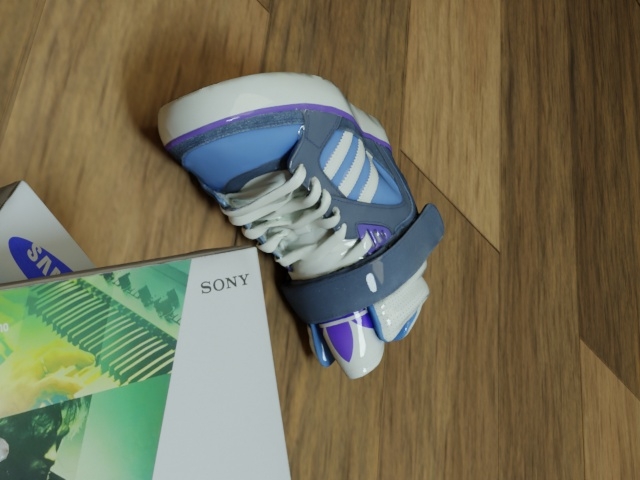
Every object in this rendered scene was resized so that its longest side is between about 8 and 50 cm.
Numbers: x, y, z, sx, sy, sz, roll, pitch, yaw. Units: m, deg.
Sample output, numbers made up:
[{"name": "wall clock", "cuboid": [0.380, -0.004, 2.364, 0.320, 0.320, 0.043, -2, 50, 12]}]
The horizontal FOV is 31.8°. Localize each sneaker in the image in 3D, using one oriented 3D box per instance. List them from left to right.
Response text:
[{"name": "sneaker", "cuboid": [0.000, 0.000, 0.962, 0.323, 0.130, 0.236, 9, 64, -62]}]

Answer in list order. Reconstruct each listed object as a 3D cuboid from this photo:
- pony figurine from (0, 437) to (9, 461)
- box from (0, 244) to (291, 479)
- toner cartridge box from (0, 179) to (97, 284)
[{"name": "pony figurine", "cuboid": [-0.302, 0.126, 0.300, 0.351, 0.303, 0.363, 32, 73, -30]}, {"name": "box", "cuboid": [-0.108, 0.173, 0.634, 0.232, 0.058, 0.322, -10, 91, -50]}, {"name": "toner cartridge box", "cuboid": [-0.144, 0.148, 0.719, 0.348, 0.075, 0.165, 55, 35, -28]}]
